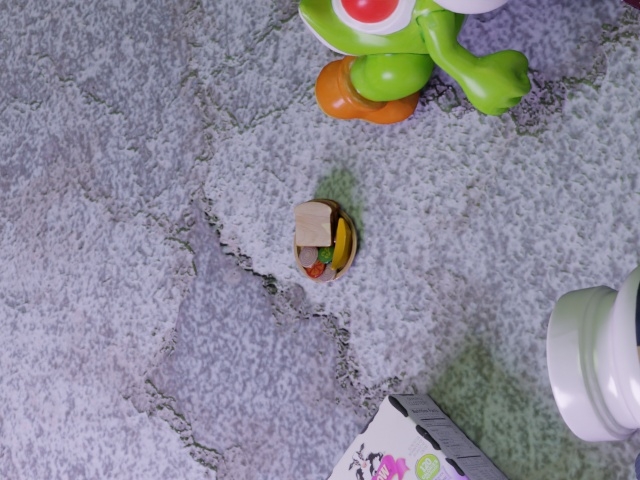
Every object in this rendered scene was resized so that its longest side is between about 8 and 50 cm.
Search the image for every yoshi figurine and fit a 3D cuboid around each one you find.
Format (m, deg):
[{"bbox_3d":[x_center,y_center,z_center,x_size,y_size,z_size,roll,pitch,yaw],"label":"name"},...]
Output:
[{"bbox_3d":[0.128,-0.230,1.215,0.203,0.203,0.362,-59,12,-25],"label":"yoshi figurine"}]

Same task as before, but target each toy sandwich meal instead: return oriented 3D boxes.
[{"bbox_3d":[0.000,0.000,1.393,0.085,0.029,0.085,-4,83,36],"label":"toy sandwich meal"}]

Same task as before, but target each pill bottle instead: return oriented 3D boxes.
[{"bbox_3d":[0.318,0.080,1.080,0.264,0.153,0.153,-13,78,35],"label":"pill bottle"}]

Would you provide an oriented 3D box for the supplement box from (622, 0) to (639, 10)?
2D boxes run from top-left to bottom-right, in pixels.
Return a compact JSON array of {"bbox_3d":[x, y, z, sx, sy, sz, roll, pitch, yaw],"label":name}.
[{"bbox_3d":[0.329,-0.308,1.159,0.239,0.073,0.130,-34,66,28],"label":"supplement box"}]

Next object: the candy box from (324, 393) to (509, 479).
[{"bbox_3d":[0.094,0.262,1.273,0.196,0.070,0.165,45,111,30],"label":"candy box"}]

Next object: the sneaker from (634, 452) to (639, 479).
[{"bbox_3d":[0.365,0.202,1.074,0.153,0.094,0.235,-53,52,11],"label":"sneaker"}]
